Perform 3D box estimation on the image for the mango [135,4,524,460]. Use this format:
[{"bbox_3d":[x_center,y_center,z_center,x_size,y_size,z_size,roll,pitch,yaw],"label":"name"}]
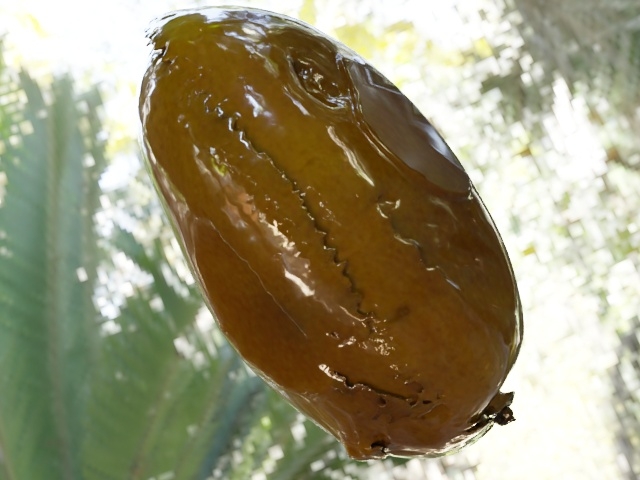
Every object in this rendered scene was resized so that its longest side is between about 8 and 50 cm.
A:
[{"bbox_3d":[0.000,0.000,0.378,0.063,0.127,0.077,-42,14,-31],"label":"mango"}]
